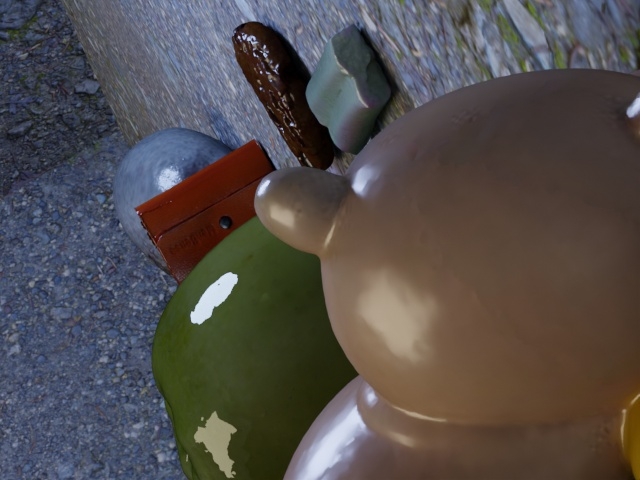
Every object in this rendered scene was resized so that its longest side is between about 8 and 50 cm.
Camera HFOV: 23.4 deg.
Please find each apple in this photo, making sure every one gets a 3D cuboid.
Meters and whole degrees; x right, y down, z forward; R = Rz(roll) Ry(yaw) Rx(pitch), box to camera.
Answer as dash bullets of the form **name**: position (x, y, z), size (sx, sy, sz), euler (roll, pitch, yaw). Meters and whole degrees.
- **apple**: position (0.008, 0.129, 1.530), size (0.357, 0.357, 0.357), euler (57, 171, 14)

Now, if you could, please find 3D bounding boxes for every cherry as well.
- **cherry**: position (-0.207, -0.060, 2.460), size (0.255, 0.218, 0.296), euler (59, 161, 0)

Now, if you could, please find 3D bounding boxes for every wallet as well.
- **wallet**: position (-0.144, -0.034, 2.201), size (0.142, 0.204, 0.045), euler (61, 174, -9)

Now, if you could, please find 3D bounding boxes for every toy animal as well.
- **toy animal**: position (0.085, 0.023, 0.786), size (0.247, 0.345, 0.277), euler (51, -152, -18)

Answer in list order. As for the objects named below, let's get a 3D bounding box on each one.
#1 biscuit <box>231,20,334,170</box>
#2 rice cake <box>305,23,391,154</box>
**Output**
- **biscuit**: position (-0.043, -0.159, 1.728), size (0.192, 0.049, 0.192), euler (61, 172, 14)
- **rice cake**: position (0.025, -0.135, 1.443), size (0.080, 0.042, 0.222), euler (60, 171, 4)
